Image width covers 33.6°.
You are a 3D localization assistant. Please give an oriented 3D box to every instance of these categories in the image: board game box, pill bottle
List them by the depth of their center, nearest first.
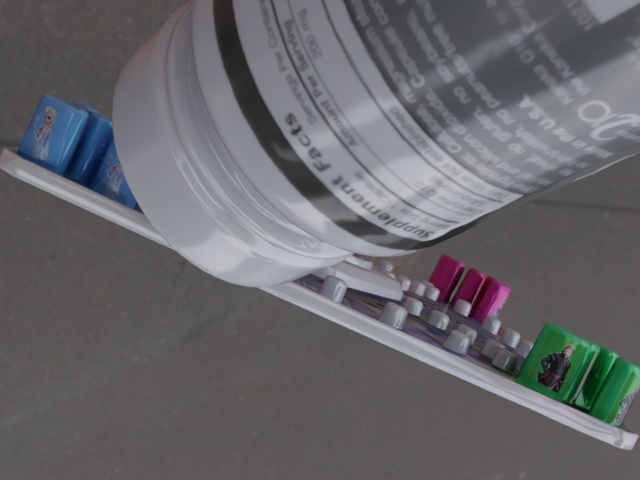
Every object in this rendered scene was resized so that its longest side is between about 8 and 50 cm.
[{"bbox_3d":[0.053,-0.089,0.422,0.161,0.161,0.283,8,154,-44],"label":"pill bottle"},{"bbox_3d":[0.000,0.000,0.764,0.390,0.390,0.050,24,94,-6],"label":"board game box"}]
